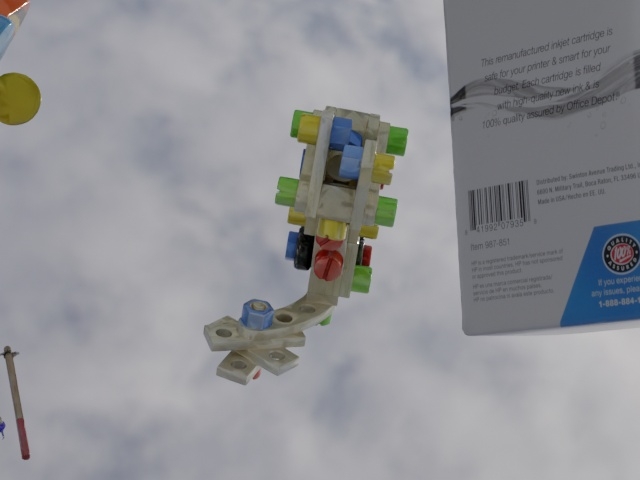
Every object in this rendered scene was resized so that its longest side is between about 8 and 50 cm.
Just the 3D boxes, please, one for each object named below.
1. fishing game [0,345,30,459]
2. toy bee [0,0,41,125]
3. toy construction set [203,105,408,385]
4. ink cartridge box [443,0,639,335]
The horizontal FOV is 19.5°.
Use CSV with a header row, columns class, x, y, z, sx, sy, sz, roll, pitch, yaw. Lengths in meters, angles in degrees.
class,x,y,z,sx,sy,sz,roll,pitch,yaw
fishing game,-0.380,0.120,1.605,0.264,0.041,0.189,7,-142,-23
toy bee,-0.388,-0.176,1.830,0.195,0.162,0.298,37,-164,20
toy construction set,0.000,0.000,1.901,0.151,0.328,0.215,22,-151,-7
ink cartridge box,0.219,-0.087,1.428,0.129,0.223,0.307,2,-97,-41
